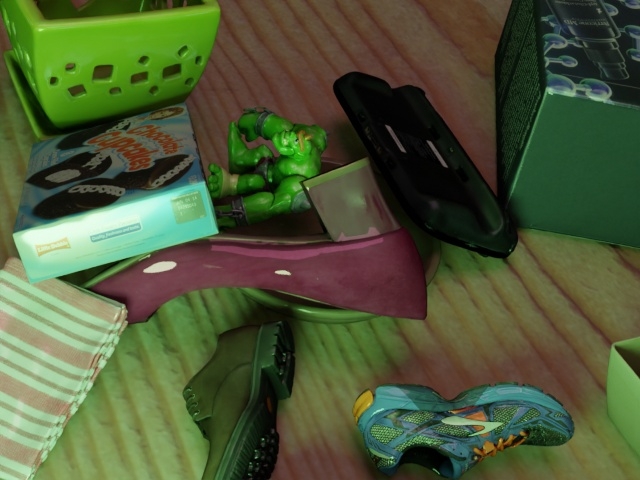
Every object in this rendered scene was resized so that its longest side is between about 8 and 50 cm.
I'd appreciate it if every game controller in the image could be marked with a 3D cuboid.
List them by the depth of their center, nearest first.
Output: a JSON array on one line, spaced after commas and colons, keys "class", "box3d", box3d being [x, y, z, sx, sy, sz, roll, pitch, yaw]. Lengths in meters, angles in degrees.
[{"class": "game controller", "box3d": [0.124, -0.098, 1.536, 0.166, 0.067, 0.319, 8, 36, -31]}]

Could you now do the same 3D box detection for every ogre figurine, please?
[{"class": "ogre figurine", "box3d": [-0.055, -0.083, 1.423, 0.118, 0.097, 0.197, -1, 23, 12]}]

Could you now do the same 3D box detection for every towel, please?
[{"class": "towel", "box3d": [-0.288, 0.119, 1.182, 0.144, 0.029, 0.197, 22, 65, 15]}]

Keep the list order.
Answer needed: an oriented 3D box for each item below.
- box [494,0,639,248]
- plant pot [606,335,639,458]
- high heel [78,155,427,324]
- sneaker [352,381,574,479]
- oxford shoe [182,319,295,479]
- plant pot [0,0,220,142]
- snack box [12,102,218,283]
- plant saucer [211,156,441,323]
[{"class": "box", "box3d": [0.394, -0.192, 1.621, 0.293, 0.212, 0.396, 10, 41, -3]}, {"class": "plant pot", "box3d": [0.357, 0.166, 1.285, 0.109, 0.096, 0.109, -10, 44, -24]}, {"class": "high heel", "box3d": [-0.083, 0.065, 1.272, 0.377, 0.181, 0.127, -23, 5, 5]}, {"class": "sneaker", "box3d": [0.143, 0.195, 1.228, 0.221, 0.083, 0.087, -1, 55, -7]}, {"class": "oxford shoe", "box3d": [-0.089, 0.174, 1.197, 0.096, 0.083, 0.227, -4, 39, 15]}, {"class": "plant pot", "box3d": [-0.270, -0.242, 1.521, 0.228, 0.207, 0.227, -10, 45, -24]}, {"class": "snack box", "box3d": [-0.214, -0.060, 1.311, 0.187, 0.060, 0.322, -15, 21, -4]}, {"class": "plant saucer", "box3d": [0.000, 0.000, 1.435, 0.277, 0.041, 0.278, 7, 41, -6]}]
